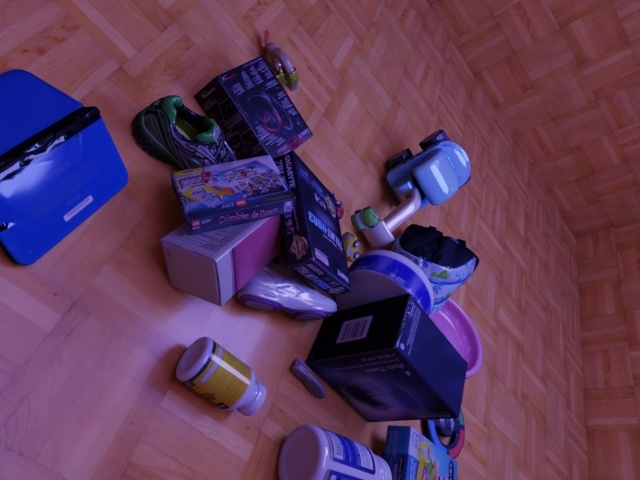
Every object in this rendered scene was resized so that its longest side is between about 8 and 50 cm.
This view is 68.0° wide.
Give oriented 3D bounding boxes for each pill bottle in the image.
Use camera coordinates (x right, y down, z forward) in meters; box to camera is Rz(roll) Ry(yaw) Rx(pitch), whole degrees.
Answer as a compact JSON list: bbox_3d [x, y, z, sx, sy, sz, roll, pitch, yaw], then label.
[{"bbox_3d":[-0.204,0.292,1.000,0.184,0.103,0.103,45,46,-25],"label":"pill bottle"},{"bbox_3d":[0.042,0.545,1.123,0.264,0.153,0.153,35,51,-33],"label":"pill bottle"}]

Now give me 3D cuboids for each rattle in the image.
[{"bbox_3d":[-0.165,-0.531,1.453,0.200,0.143,0.130,54,8,6],"label":"rattle"}]

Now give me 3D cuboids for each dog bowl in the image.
[{"bbox_3d":[0.180,0.165,1.352,0.265,0.265,0.104,58,44,-13],"label":"dog bowl"}]

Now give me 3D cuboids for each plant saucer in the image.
[{"bbox_3d":[0.397,0.318,1.605,0.332,0.084,0.332,23,43,-22],"label":"plant saucer"}]

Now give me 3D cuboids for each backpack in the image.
[{"bbox_3d":[0.347,0.086,1.547,0.290,0.273,0.355,29,6,14],"label":"backpack"}]

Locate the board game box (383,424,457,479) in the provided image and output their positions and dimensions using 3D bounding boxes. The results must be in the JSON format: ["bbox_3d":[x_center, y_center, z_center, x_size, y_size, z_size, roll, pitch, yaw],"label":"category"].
[{"bbox_3d":[0.285,0.707,1.340,0.336,0.079,0.254,45,45,-37],"label":"board game box"}]

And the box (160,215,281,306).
[{"bbox_3d":[-0.210,0.013,1.051,0.232,0.148,0.127,-45,145,-46],"label":"box"}]

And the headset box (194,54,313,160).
[{"bbox_3d":[-0.165,-0.327,1.302,0.293,0.110,0.218,55,42,-15],"label":"headset box"}]

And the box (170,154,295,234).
[{"bbox_3d":[-0.192,-0.106,1.041,0.233,0.044,0.159,-14,52,-21],"label":"box"}]

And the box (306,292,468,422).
[{"bbox_3d":[0.180,0.325,1.258,0.294,0.296,0.183,48,44,-22],"label":"box"}]

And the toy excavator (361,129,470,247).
[{"bbox_3d":[0.335,-0.178,1.675,0.222,0.433,0.445,57,14,-14],"label":"toy excavator"}]

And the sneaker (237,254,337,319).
[{"bbox_3d":[-0.067,0.118,1.215,0.305,0.114,0.152,24,58,-40],"label":"sneaker"}]

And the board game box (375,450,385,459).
[{"bbox_3d":[0.137,0.717,1.252,0.145,0.027,0.281,59,41,-10],"label":"board game box"}]

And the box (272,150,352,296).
[{"bbox_3d":[-0.016,-0.032,1.212,0.295,0.073,0.293,42,33,-60],"label":"box"}]

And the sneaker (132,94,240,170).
[{"bbox_3d":[-0.262,-0.194,1.113,0.343,0.146,0.134,37,49,-33],"label":"sneaker"}]

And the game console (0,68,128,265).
[{"bbox_3d":[-0.547,-0.143,0.870,0.293,0.173,0.250,-58,148,-43],"label":"game console"}]

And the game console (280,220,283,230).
[{"bbox_3d":[-0.043,0.003,1.308,0.124,0.085,0.144,28,43,-84],"label":"game console"}]

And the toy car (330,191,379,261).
[{"bbox_3d":[0.086,-0.049,1.388,0.053,0.225,0.239,-25,93,-30],"label":"toy car"}]

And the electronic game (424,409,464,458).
[{"bbox_3d":[0.418,0.610,1.588,0.229,0.048,0.229,22,58,-41],"label":"electronic game"}]

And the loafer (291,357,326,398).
[{"bbox_3d":[-0.024,0.354,1.220,0.125,0.045,0.039,50,37,-17],"label":"loafer"}]
